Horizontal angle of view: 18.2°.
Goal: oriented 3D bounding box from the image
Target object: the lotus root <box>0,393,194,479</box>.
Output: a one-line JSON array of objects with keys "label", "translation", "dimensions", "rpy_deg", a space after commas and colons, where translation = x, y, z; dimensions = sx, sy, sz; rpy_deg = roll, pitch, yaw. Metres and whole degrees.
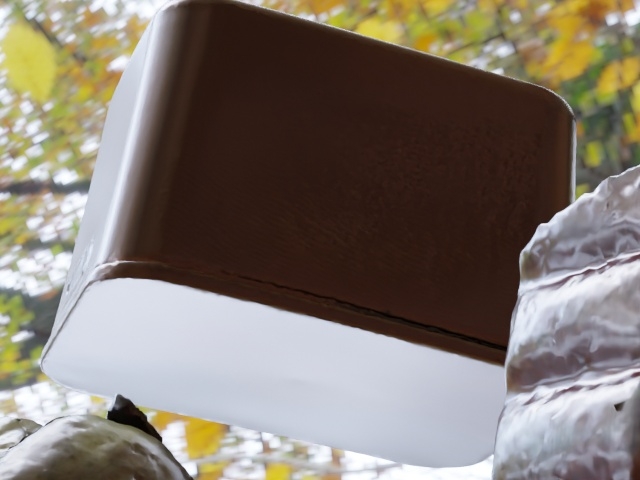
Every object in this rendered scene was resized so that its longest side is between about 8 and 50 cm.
[{"label": "lotus root", "translation": [-0.149, 0.186, 0.851], "dimensions": [0.275, 0.152, 0.160], "rpy_deg": [-45, -45, -41]}]

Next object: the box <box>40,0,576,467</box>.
[{"label": "box", "translation": [0.000, 0.000, 1.428], "dimensions": [0.339, 0.239, 0.229], "rpy_deg": [15, -117, -13]}]

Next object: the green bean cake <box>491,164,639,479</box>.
[{"label": "green bean cake", "translation": [0.160, 0.109, 0.625], "dimensions": [0.232, 0.097, 0.199], "rpy_deg": [26, -117, -27]}]
